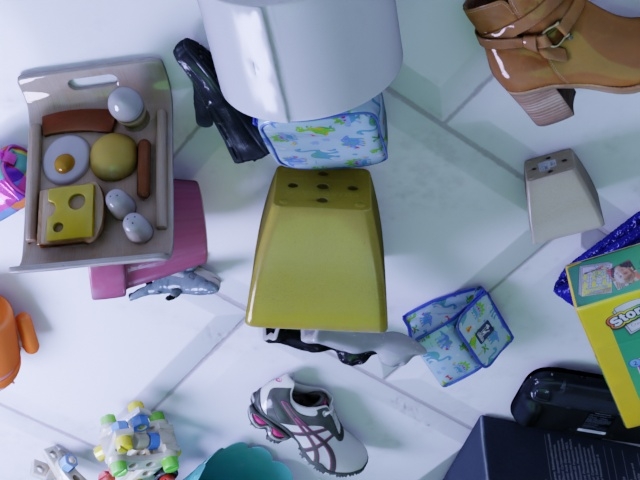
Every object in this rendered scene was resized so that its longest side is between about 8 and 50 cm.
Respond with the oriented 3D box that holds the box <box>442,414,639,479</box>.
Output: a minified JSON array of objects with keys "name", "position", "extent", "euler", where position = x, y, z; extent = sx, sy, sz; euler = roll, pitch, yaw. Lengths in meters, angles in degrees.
[{"name":"box","position":[0.441,0.533,2.147],"extent":[0.395,0.212,0.294],"euler":[13,131,-10]}]

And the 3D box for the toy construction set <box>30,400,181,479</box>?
[{"name":"toy construction set","position":[-0.390,0.422,2.122],"extent":[0.327,0.151,0.215],"euler":[-29,149,34]}]

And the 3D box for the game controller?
[{"name":"game controller","position":[0.511,0.304,2.053],"extent":[0.319,0.067,0.166],"euler":[11,145,-6]}]

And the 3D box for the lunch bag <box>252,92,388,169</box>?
[{"name":"lunch bag","position":[0.003,-0.167,1.568],"extent":[0.176,0.090,0.219],"euler":[-5,165,7]}]

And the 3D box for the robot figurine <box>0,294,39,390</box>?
[{"name":"robot figurine","position":[-0.576,0.175,1.926],"extent":[0.128,0.158,0.219],"euler":[28,136,24]}]

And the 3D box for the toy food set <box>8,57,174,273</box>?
[{"name":"toy food set","position":[-0.322,-0.103,1.572],"extent":[0.219,0.306,0.092],"euler":[-6,157,7]}]

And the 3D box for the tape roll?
[{"name":"tape roll","position":[-0.026,-0.286,1.418],"extent":[0.246,0.246,0.169],"euler":[-6,132,8]}]

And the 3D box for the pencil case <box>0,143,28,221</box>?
[{"name":"pencil case","position":[-0.536,-0.060,1.737],"extent":[0.236,0.104,0.104],"euler":[-26,126,21]}]

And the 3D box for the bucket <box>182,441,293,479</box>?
[{"name":"bucket","position":[-0.174,0.545,2.149],"extent":[0.281,0.281,0.183],"euler":[31,135,-23]}]

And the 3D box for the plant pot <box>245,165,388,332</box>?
[{"name":"plant pot","position":[0.000,0.000,1.710],"extent":[0.212,0.212,0.187],"euler":[3,118,0]}]

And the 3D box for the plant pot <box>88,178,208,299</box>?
[{"name":"plant pot","position":[-0.269,-0.017,1.713],"extent":[0.180,0.201,0.201],"euler":[-6,133,-12]}]

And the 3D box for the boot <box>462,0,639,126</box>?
[{"name":"boot","position":[0.349,-0.295,1.503],"extent":[0.283,0.109,0.220],"euler":[-22,124,29]}]

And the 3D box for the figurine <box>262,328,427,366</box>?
[{"name":"figurine","position":[0.045,0.157,1.868],"extent":[0.209,0.092,0.215],"euler":[24,165,-27]}]

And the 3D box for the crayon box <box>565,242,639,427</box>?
[{"name":"crayon box","position":[0.601,0.119,1.746],"extent":[0.362,0.106,0.313],"euler":[-18,129,16]}]

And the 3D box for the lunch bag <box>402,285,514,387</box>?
[{"name":"lunch bag","position":[0.236,0.157,1.906],"extent":[0.151,0.096,0.129],"euler":[-29,123,8]}]

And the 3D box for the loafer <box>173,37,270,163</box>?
[{"name":"loafer","position":[-0.149,-0.192,1.616],"extent":[0.078,0.076,0.223],"euler":[-26,130,14]}]

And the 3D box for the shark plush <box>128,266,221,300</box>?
[{"name":"shark plush","position":[-0.241,0.071,1.859],"extent":[0.161,0.067,0.073],"euler":[-3,132,4]}]

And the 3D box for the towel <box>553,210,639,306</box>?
[{"name":"towel","position":[0.561,0.094,1.843],"extent":[0.308,0.076,0.227],"euler":[31,125,-23]}]

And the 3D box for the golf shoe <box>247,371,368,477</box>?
[{"name":"golf shoe","position":[-0.002,0.342,2.071],"extent":[0.272,0.105,0.120],"euler":[33,118,-25]}]

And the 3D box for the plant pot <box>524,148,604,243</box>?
[{"name":"plant pot","position":[0.355,-0.073,1.689],"extent":[0.109,0.109,0.096],"euler":[-15,117,15]}]
